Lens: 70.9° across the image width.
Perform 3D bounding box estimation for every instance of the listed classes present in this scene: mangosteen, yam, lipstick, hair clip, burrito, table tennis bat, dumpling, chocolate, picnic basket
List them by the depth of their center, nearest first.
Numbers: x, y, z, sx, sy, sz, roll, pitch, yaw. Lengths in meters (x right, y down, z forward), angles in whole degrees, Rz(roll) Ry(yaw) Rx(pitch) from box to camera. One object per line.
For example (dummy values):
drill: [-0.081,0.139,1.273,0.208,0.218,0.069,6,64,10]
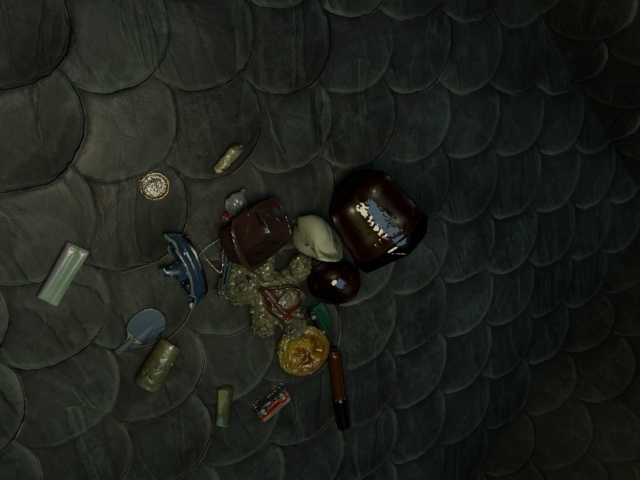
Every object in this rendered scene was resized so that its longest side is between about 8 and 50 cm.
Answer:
table tennis bat: [-0.691,0.352,1.713,0.220,0.019,0.130,-43,113,-13]
yam: [-0.617,0.471,1.721,0.107,0.107,0.194,33,85,-26]
picnic basket: [-0.262,-0.028,1.724,0.297,0.129,0.223,-41,119,-46]
burrito: [-0.351,-0.317,1.725,0.041,0.055,0.149,40,83,5]
hair clip: [-0.356,0.103,1.730,0.039,0.070,0.230,2,63,-2]
dumpling: [-0.004,0.002,1.835,0.226,0.175,0.244,12,62,-39]
chocolate: [0.207,-0.118,1.848,0.383,0.383,0.331,-45,114,-11]
yam: [-0.403,0.696,1.883,0.068,0.068,0.170,1,100,-25]
mangosteen: [0.054,0.131,1.912,0.231,0.231,0.290,-1,80,-24]
lipstick: [0.084,0.691,2.102,0.077,0.077,0.419,-13,104,-22]

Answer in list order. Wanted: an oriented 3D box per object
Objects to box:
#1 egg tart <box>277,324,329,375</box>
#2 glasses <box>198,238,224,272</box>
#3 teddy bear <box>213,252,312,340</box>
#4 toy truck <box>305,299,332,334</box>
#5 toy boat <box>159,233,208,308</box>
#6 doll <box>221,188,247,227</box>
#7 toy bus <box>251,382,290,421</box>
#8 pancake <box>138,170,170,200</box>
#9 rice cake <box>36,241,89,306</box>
egg tart: [-0.080,0.472,1.962,0.240,0.106,0.241,-5,105,-17]
glasses: [-0.430,0.055,1.748,0.103,0.062,0.140,5,90,-23]
teddy bear: [-0.232,0.205,1.796,0.367,0.224,0.358,14,75,-25]
toy truck: [-0.006,0.348,2.001,0.079,0.065,0.147,-33,110,-19]
toy boat: [-0.521,0.116,1.684,0.142,0.129,0.310,-25,111,-30]
doll: [-0.338,-0.122,1.758,0.093,0.079,0.180,15,107,-40]
toy bus: [-0.209,0.712,1.974,0.174,0.079,0.077,-36,121,-15]
pancake: [-0.609,-0.199,1.649,0.114,0.011,0.115,-4,100,-25]
rice cake: [-0.896,0.117,1.561,0.080,0.042,0.222,30,87,-28]
